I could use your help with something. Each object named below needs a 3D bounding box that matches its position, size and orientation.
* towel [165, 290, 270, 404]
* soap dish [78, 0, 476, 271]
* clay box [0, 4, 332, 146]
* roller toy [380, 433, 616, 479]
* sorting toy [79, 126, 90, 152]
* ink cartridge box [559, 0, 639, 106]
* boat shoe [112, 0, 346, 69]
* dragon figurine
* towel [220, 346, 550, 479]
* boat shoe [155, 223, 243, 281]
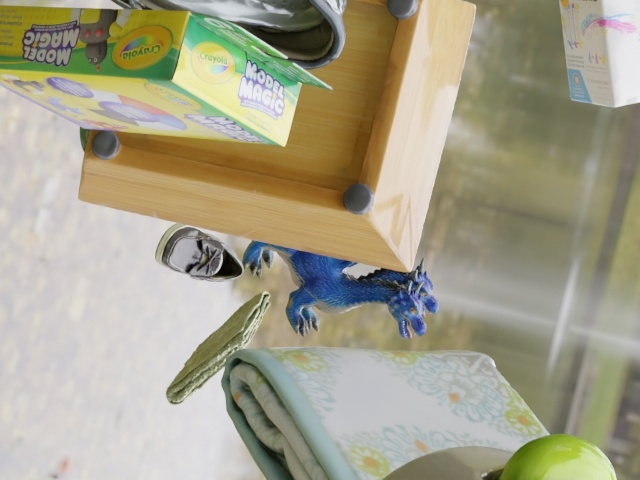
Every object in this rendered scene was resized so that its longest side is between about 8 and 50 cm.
[{"bbox_3d":[-0.118,0.124,2.049,0.148,0.027,0.110,-43,-171,31],"label":"towel"},{"bbox_3d":[-0.042,-0.117,1.426,0.118,0.290,0.229,48,56,-73],"label":"soap dish"},{"bbox_3d":[-0.115,-0.110,1.189,0.127,0.222,0.053,27,75,-51],"label":"clay box"},{"bbox_3d":[0.102,0.231,1.096,0.191,0.209,0.146,64,-11,-15],"label":"roller toy"},{"bbox_3d":[-0.165,-0.117,1.754,0.274,0.046,0.132,32,-55,54],"label":"sorting toy"},{"bbox_3d":[0.259,-0.193,1.492,0.092,0.089,0.143,-152,-129,-72],"label":"ink cartridge box"},{"bbox_3d":[-0.108,-0.203,1.184,0.114,0.302,0.091,-53,-147,36],"label":"boat shoe"},{"bbox_3d":[0.000,0.000,1.833,0.144,0.289,0.085,-39,170,15],"label":"dragon figurine"},{"bbox_3d":[0.108,0.237,1.734,0.374,0.320,0.090,55,-51,44],"label":"towel"},{"bbox_3d":[-0.128,0.015,1.925,0.056,0.049,0.152,-66,157,7],"label":"boat shoe"}]
